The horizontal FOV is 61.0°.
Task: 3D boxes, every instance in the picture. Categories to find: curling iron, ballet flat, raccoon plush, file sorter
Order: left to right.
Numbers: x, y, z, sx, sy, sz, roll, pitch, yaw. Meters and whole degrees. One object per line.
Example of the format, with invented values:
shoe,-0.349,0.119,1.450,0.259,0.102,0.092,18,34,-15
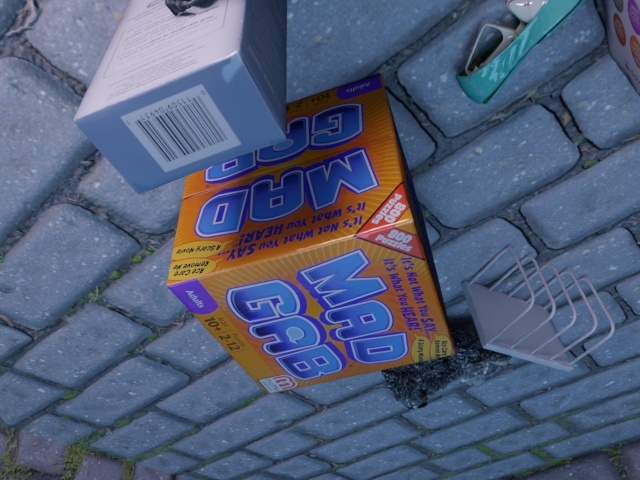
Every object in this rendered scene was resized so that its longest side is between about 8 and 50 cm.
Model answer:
curling iron,-0.169,-0.332,0.646,0.068,0.274,0.035,-37,131,10
raccoon plush,0.282,0.250,1.375,0.299,0.216,0.446,-30,131,16
ballet flat,0.299,-0.321,0.830,0.087,0.083,0.247,30,127,-13
file sorter,0.518,0.162,1.291,0.278,0.193,0.173,19,130,-22

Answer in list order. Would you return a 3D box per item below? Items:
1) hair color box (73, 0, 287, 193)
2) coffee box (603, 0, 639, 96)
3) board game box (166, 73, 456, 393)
hair color box,-0.144,-0.243,0.664,0.185,0.374,0.113,-17,135,14
coffee box,0.560,-0.336,0.635,0.338,0.337,0.334,-20,135,18
board game box,0.000,0.000,0.956,0.357,0.356,0.356,-15,136,13
